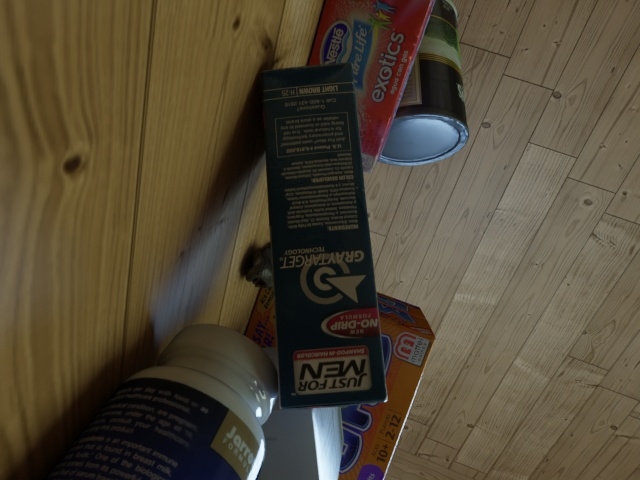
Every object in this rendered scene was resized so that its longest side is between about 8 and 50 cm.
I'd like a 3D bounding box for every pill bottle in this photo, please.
[{"bbox_3d":[-0.136,0.203,0.385,0.265,0.153,0.153,-63,171,-53],"label":"pill bottle"}]

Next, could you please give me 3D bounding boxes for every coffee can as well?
[{"bbox_3d":[0.180,-0.317,0.931,0.201,0.201,0.276,90,0,-74],"label":"coffee can"}]

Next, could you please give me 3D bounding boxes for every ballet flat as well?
[{"bbox_3d":[-0.084,0.051,0.827,0.058,0.084,0.250,-33,177,3],"label":"ballet flat"}]

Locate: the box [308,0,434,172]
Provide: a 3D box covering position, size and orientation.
[{"bbox_3d":[0.070,-0.277,0.724,0.154,0.142,0.300,-56,165,-68],"label":"box"}]

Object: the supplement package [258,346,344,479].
[{"bbox_3d":[-0.077,0.309,0.761,0.262,0.199,0.198,-38,123,-79],"label":"supplement package"}]

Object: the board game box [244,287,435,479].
[{"bbox_3d":[0.019,0.287,1.083,0.356,0.356,0.357,-16,125,-83],"label":"board game box"}]

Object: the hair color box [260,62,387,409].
[{"bbox_3d":[0.000,0.000,0.540,0.174,0.105,0.348,81,4,-77],"label":"hair color box"}]
